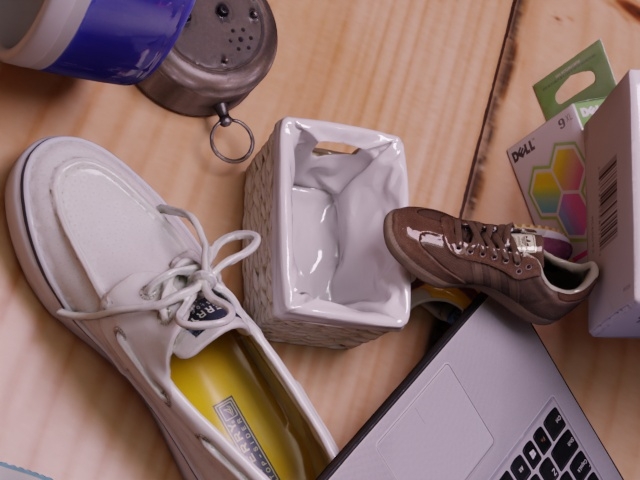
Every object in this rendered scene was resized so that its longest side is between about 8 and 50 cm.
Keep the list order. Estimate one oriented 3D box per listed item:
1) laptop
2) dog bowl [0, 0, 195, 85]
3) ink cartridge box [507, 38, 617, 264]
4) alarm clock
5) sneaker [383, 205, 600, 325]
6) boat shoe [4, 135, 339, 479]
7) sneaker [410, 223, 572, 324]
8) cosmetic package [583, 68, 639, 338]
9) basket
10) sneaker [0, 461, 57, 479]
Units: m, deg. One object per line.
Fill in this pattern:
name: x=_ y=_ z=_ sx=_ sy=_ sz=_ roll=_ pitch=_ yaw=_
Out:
laptop: x=0.226 y=0.263 z=1.224 sx=0.382 sy=0.236 sz=0.408 roll=-43 pitch=107 yaw=-45
dog bowl: x=-0.168 y=-0.254 z=1.258 sx=0.104 sy=0.265 sz=0.265 roll=11 pitch=66 yaw=-26
ink cartridge box: x=0.233 y=-0.061 z=1.479 sx=0.062 sy=0.109 sz=0.209 roll=-11 pitch=77 yaw=-31
alarm clock: x=-0.094 y=-0.155 z=1.380 sx=0.129 sy=0.064 sz=0.192 roll=-12 pitch=80 yaw=-30
sneaker: x=0.138 y=0.006 z=1.314 sx=0.188 sy=0.071 sz=0.066 roll=22 pitch=47 yaw=-30
boat shoe: x=-0.098 y=0.063 z=1.235 sx=0.135 sy=0.156 sz=0.367 roll=-30 pitch=86 yaw=-32
sneaker: x=0.133 y=0.033 z=1.424 sx=0.185 sy=0.069 sz=0.084 roll=-2 pitch=81 yaw=-21
cosmetic package: x=0.409 y=-0.020 z=1.341 sx=0.365 sy=0.155 sz=0.197 roll=4 pitch=76 yaw=-5
basket: x=0.000 y=0.000 z=1.341 sx=0.113 sy=0.103 sz=0.167 roll=9 pitch=67 yaw=-24
sneaker: x=-0.238 y=0.200 z=1.162 sx=0.228 sy=0.087 sz=0.092 roll=22 pitch=69 yaw=-10
